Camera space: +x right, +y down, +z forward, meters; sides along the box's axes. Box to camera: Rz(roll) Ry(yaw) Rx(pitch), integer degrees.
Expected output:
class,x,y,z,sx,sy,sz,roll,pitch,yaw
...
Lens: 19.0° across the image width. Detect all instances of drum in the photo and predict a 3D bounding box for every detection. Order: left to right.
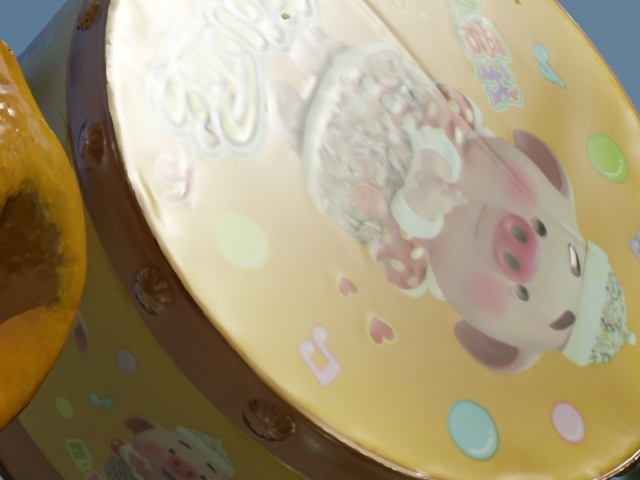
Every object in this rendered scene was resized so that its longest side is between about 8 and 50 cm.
class,x,y,z,sx,sy,sz,roll,pitch,yaw
drum,0.000,0.000,1.119,0.431,0.431,0.214,32,-42,-19

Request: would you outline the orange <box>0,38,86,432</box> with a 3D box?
class,x,y,z,sx,sy,sz,roll,pitch,yaw
orange,-0.213,-0.001,0.836,0.249,0.249,0.183,-23,-33,27
